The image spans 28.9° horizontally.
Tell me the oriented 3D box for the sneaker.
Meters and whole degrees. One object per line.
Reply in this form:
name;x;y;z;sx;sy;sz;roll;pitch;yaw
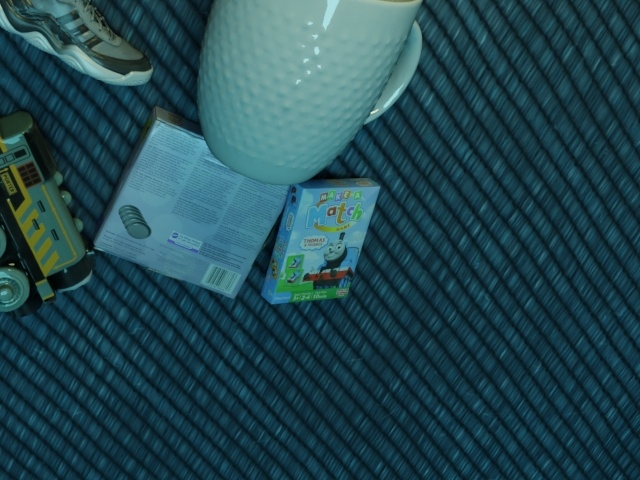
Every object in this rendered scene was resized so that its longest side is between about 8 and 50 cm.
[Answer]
sneaker;-0.343;-0.338;1.800;0.269;0.101;0.153;27;112;-18

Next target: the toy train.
toy train;-0.476;-0.039;1.919;0.190;0.142;0.334;-24;118;-7

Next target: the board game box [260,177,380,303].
board game box;0.000;0.000;2.029;0.160;0.039;0.211;-4;120;-37

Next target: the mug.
mug;-0.002;-0.261;1.827;0.374;0.276;0.328;-4;128;-42

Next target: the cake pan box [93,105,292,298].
cake pan box;-0.195;-0.055;1.989;0.267;0.070;0.245;21;114;-18
